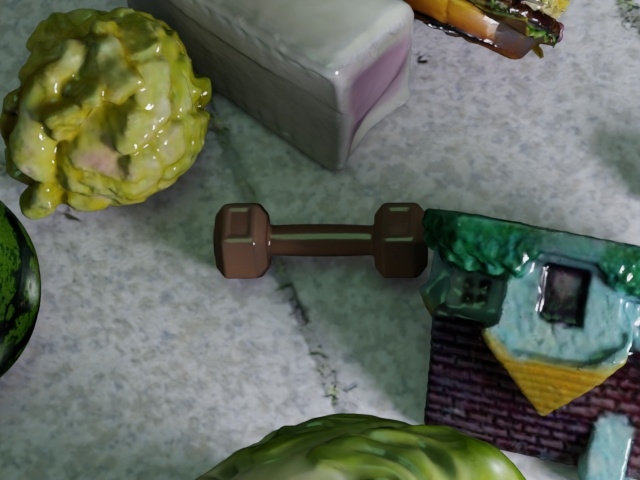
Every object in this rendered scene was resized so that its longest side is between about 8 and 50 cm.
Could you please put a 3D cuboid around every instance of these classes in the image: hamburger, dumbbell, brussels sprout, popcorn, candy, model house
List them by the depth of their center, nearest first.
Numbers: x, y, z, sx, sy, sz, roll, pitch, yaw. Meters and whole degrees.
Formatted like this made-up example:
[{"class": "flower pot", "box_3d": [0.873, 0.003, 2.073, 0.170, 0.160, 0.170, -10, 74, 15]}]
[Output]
[{"class": "brussels sprout", "box_3d": [0.020, 0.284, 1.504, 0.289, 0.354, 0.281, 4, 80, 35]}, {"class": "model house", "box_3d": [0.223, 0.117, 1.781, 0.280, 0.230, 0.249, 11, 88, 13]}, {"class": "dumbbell", "box_3d": [0.000, 0.000, 1.915, 0.230, 0.082, 0.092, 0, 61, 5]}, {"class": "popcorn", "box_3d": [-0.243, -0.147, 1.948, 0.259, 0.212, 0.259, 0, 57, 0]}, {"class": "hamburger", "box_3d": [0.164, -0.294, 1.973, 0.243, 0.261, 0.139, 25, 98, 11]}, {"class": "candy", "box_3d": [-0.069, -0.255, 1.987, 0.358, 0.208, 0.145, 36, 69, 21]}]

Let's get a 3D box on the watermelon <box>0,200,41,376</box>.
[{"class": "watermelon", "box_3d": [-0.422, 0.048, 1.834, 0.269, 0.269, 0.269, -2, 62, 4]}]
